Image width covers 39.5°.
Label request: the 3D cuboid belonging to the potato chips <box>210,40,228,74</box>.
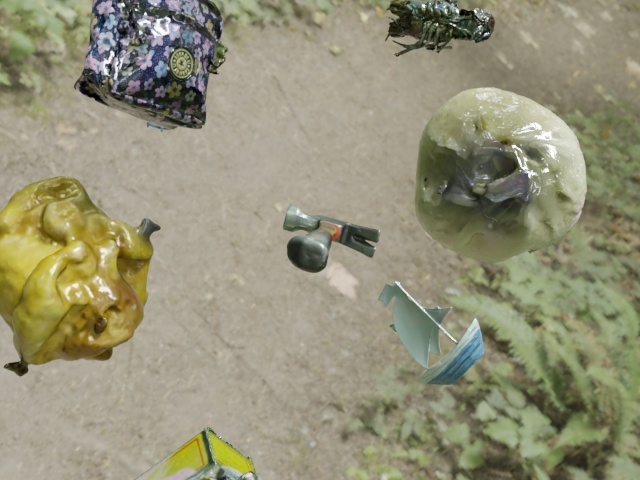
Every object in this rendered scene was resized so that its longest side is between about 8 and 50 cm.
[{"bbox_3d":[-0.235,-0.298,1.490,0.028,0.207,0.092,49,53,-42],"label":"potato chips"}]

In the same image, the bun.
[{"bbox_3d":[0.269,-0.097,1.341,0.273,0.273,0.168,49,7,9],"label":"bun"}]

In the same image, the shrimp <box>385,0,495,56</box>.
[{"bbox_3d":[0.149,-0.260,1.100,0.076,0.082,0.174,2,14,-42],"label":"shrimp"}]

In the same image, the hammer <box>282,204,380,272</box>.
[{"bbox_3d":[0.000,-0.001,0.896,0.111,0.033,0.287,15,7,4],"label":"hammer"}]

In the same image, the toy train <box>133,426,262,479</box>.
[{"bbox_3d":[-0.195,0.399,1.293,0.134,0.260,0.177,48,10,-40],"label":"toy train"}]

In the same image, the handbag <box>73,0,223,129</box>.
[{"bbox_3d":[-0.233,-0.276,1.282,0.228,0.126,0.208,15,84,-49],"label":"handbag"}]

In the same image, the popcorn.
[{"bbox_3d":[-0.371,0.053,1.383,0.316,0.281,0.297,56,1,38],"label":"popcorn"}]

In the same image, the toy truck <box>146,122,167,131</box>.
[{"bbox_3d":[-0.297,-0.280,1.726,0.063,0.136,0.074,16,11,7],"label":"toy truck"}]

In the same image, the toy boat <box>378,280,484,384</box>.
[{"bbox_3d":[0.127,0.122,1.103,0.149,0.105,0.034,22,11,18],"label":"toy boat"}]
